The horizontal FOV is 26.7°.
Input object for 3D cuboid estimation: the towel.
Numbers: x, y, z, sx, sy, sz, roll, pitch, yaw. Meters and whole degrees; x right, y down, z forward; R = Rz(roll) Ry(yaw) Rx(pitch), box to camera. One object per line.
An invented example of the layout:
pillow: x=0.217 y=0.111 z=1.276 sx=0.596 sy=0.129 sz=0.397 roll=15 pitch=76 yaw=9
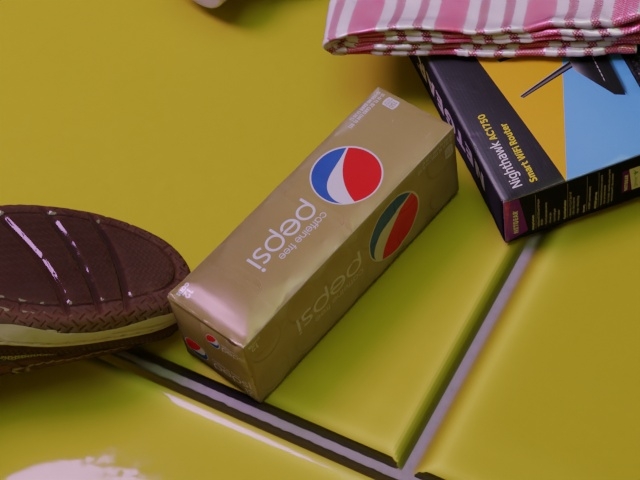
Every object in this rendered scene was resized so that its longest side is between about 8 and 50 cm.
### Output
towel: x=0.105 y=-0.172 z=0.826 sx=0.197 sy=0.029 sz=0.144 roll=1 pitch=52 yaw=13

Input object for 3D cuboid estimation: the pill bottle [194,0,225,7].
pill bottle: x=-0.034 y=-0.230 z=0.913 sx=0.087 sy=0.087 sz=0.160 roll=34 pitch=66 yaw=29

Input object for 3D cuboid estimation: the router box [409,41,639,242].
router box: x=0.138 y=-0.095 z=0.809 sx=0.133 sy=0.046 sz=0.179 roll=-20 pitch=52 yaw=-4

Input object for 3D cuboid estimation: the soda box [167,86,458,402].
soda box: x=0.000 y=0.000 z=0.753 sx=0.058 sy=0.061 sz=0.181 roll=31 pitch=65 yaw=27

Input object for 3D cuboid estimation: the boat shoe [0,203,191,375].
boat shoe: x=-0.202 y=0.041 z=0.743 sx=0.257 sy=0.095 sz=0.095 roll=2 pitch=44 yaw=-17
